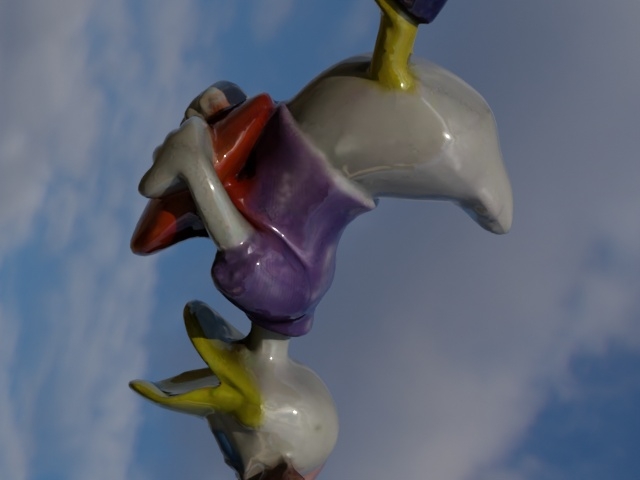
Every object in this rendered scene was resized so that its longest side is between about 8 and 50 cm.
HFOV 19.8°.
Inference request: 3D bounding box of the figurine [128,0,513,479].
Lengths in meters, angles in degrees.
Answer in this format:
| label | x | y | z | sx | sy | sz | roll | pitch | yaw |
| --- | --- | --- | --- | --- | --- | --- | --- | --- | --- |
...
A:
| label | x | y | z | sx | sy | sz | roll | pitch | yaw |
| --- | --- | --- | --- | --- | --- | --- | --- | --- | --- |
| figurine | -0.003 | -0.006 | 1.015 | 0.154 | 0.193 | 0.421 | -68 | -179 | -74 |
